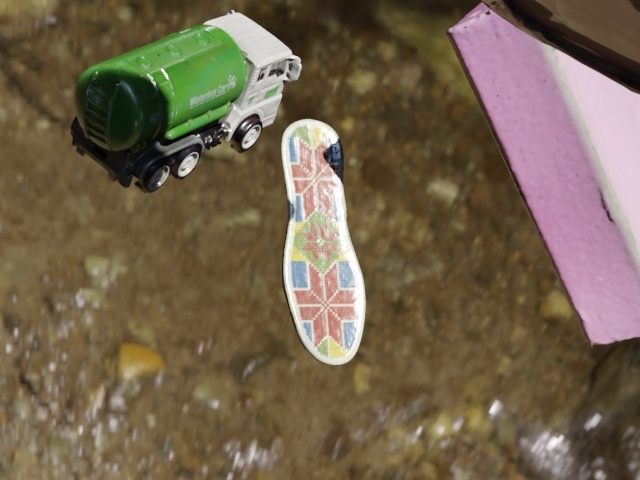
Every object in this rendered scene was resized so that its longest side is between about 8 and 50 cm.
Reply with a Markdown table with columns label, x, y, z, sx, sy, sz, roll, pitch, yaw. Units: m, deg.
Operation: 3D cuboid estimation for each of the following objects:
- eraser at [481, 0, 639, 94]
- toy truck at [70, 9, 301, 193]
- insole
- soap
| label | x | y | z | sx | sy | sz | roll | pitch | yaw |
| --- | --- | --- | --- | --- | --- | --- | --- | --- | --- |
| eraser | 0.206 | -0.119 | 0.568 | 0.272 | 0.359 | 0.122 | 24 | 79 | -5 |
| toy truck | -0.130 | -0.135 | 1.624 | 0.101 | 0.125 | 0.242 | 37 | 37 | 21 |
| insole | 0.000 | 0.000 | 1.351 | 0.065 | 0.006 | 0.193 | 0 | 78 | -21 |
| soap | 0.201 | -0.077 | 1.283 | 0.259 | 0.081 | 0.181 | 63 | 35 | -12 |
